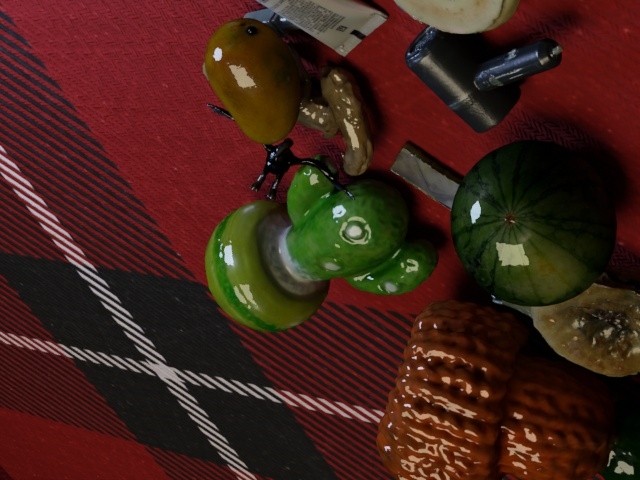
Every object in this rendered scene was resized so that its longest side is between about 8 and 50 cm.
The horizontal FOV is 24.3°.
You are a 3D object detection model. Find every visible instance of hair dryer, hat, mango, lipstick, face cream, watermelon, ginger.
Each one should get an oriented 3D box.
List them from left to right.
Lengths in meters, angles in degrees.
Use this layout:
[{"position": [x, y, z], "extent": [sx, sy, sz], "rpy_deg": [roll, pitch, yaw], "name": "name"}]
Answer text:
[{"position": [-0.074, -0.189, 1.776], "extent": [0.111, 0.089, 0.163], "rpy_deg": [-6, 126, 45], "name": "mango"}, {"position": [-0.046, -0.290, 1.676], "extent": [0.243, 0.058, 0.092], "rpy_deg": [29, 144, -20], "name": "face cream"}, {"position": [-0.040, -0.261, 1.772], "extent": [0.129, 0.030, 0.030], "rpy_deg": [-4, 134, 41], "name": "lipstick"}, {"position": [-0.035, -0.188, 1.852], "extent": [0.258, 0.065, 0.149], "rpy_deg": [33, 139, 16], "name": "ginger"}, {"position": [0.187, -0.187, 1.573], "extent": [0.124, 0.071, 0.219], "rpy_deg": [42, 160, -18], "name": "hair dryer"}, {"position": [0.280, 0.257, 1.960], "extent": [0.400, 0.285, 0.285], "rpy_deg": [24, 150, 15], "name": "hat"}, {"position": [0.243, -0.018, 1.690], "extent": [0.188, 0.188, 0.214], "rpy_deg": [23, -176, 21], "name": "watermelon"}]

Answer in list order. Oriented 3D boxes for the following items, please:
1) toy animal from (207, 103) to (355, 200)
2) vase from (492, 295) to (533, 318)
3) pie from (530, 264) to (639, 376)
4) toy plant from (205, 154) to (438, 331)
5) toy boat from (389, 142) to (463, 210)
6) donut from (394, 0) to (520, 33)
[{"position": [-0.053, -0.102, 1.885], "extent": [0.220, 0.062, 0.108], "rpy_deg": [30, 146, 4], "name": "toy animal"}, {"position": [0.297, 0.090, 1.898], "extent": [0.148, 0.081, 0.081], "rpy_deg": [39, 151, -15], "name": "vase"}, {"position": [0.360, 0.099, 1.816], "extent": [0.218, 0.052, 0.185], "rpy_deg": [12, 141, 6], "name": "pie"}, {"position": [0.000, 0.000, 2.017], "extent": [0.316, 0.184, 0.224], "rpy_deg": [-22, 111, 40], "name": "toy plant"}, {"position": [0.145, -0.076, 1.869], "extent": [0.115, 0.016, 0.063], "rpy_deg": [35, 152, 2], "name": "toy boat"}, {"position": [0.130, -0.272, 1.538], "extent": [0.166, 0.065, 0.108], "rpy_deg": [29, 151, 9], "name": "donut"}]
